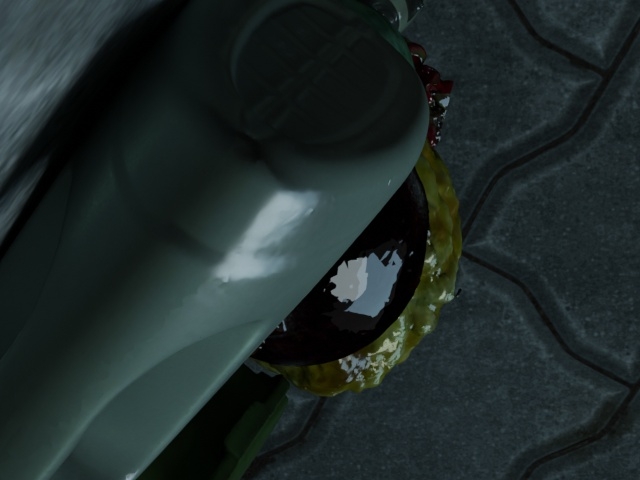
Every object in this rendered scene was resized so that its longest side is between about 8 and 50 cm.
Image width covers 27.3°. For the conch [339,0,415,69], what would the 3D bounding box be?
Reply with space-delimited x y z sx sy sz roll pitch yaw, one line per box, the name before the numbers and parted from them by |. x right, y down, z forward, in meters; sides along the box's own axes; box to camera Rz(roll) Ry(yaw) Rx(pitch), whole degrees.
conch | 0.002 -0.118 1.041 0.122 0.176 0.188 -29 155 -12

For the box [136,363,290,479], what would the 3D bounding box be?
box | -0.184 0.183 1.048 0.253 0.178 0.328 -45 179 16

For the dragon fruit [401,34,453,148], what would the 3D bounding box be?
dragon fruit | 0.016 -0.121 1.435 0.218 0.198 0.273 -64 -171 -28

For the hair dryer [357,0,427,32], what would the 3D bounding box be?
hair dryer | 0.141 -0.269 1.177 0.229 0.267 0.092 -90 170 -46

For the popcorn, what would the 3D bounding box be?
popcorn | 0.003 -0.006 1.221 0.282 0.282 0.247 -53 179 -2

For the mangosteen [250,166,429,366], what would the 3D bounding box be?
mangosteen | -0.051 -0.002 0.895 0.250 0.211 0.211 -26 176 -15

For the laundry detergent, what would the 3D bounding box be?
laundry detergent | -0.120 0.061 0.653 0.398 0.125 0.264 -49 -175 23
